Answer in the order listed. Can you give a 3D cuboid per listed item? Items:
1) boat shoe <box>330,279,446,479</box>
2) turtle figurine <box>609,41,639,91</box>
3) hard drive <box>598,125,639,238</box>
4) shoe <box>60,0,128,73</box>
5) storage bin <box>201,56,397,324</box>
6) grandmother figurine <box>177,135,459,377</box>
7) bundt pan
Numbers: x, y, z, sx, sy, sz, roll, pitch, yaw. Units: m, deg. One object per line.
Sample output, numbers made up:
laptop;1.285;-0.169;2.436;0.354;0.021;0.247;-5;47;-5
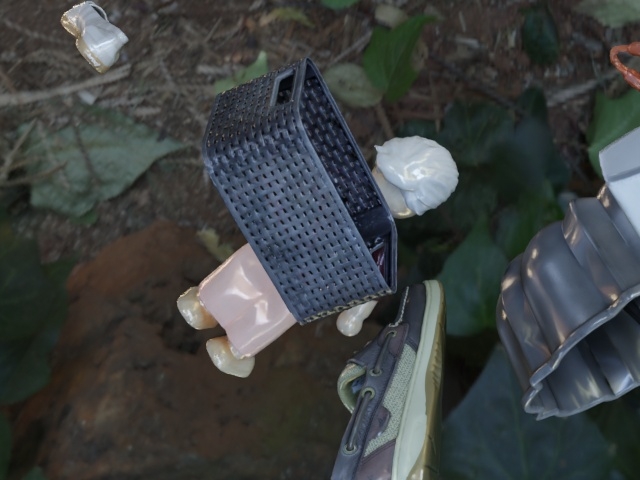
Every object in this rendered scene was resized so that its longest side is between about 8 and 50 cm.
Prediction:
boat shoe;0.048;0.099;0.802;0.074;0.223;0.080;2;124;7
turtle figurine;0.237;-0.203;0.757;0.087;0.217;0.269;-28;101;-13
hard drive;0.311;0.051;0.503;0.233;0.047;0.353;-30;109;20
shoe;-0.298;-0.279;1.570;0.058;0.219;0.076;-45;119;4
storage bin;-0.012;-0.038;0.933;0.084;0.122;0.180;-20;119;16
grandmother figurine;0.000;0.000;1.278;0.342;0.104;0.207;-36;92;19
bundt pan;0.301;0.029;1.091;0.331;0.331;0.124;-45;61;30
